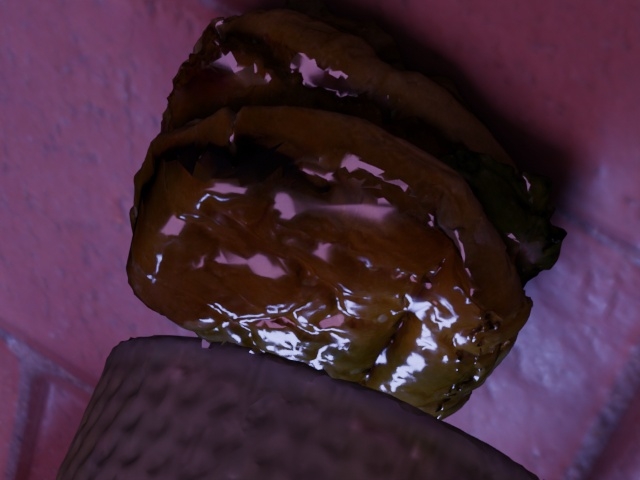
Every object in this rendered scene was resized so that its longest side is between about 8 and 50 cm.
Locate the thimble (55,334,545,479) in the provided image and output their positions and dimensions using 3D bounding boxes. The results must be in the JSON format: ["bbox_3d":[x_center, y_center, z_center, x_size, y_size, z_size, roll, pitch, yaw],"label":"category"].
[{"bbox_3d":[-0.013,0.168,0.953,0.270,0.150,0.271,20,162,7],"label":"thimble"}]

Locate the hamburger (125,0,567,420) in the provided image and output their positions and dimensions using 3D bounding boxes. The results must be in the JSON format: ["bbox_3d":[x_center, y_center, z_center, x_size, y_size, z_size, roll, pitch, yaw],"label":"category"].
[{"bbox_3d":[0.000,0.000,0.902,0.206,0.130,0.183,36,140,4],"label":"hamburger"}]
